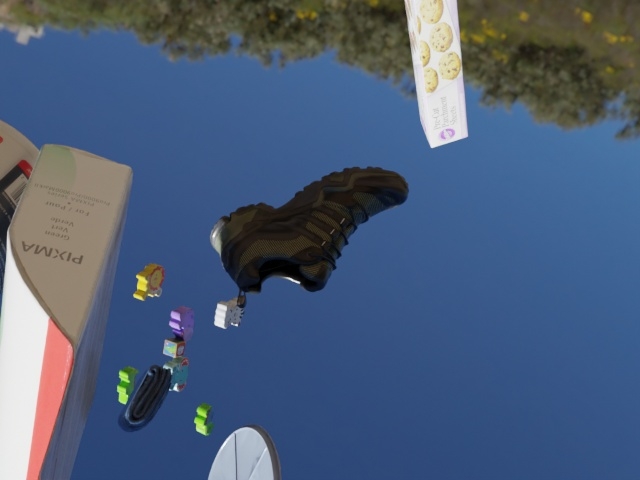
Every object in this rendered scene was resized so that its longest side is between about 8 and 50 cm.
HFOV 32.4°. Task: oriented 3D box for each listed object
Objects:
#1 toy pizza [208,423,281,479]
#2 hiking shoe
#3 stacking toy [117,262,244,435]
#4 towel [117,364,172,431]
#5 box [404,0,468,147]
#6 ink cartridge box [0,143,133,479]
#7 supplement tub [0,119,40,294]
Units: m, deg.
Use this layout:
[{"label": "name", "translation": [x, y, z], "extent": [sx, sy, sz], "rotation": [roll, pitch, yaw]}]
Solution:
[{"label": "toy pizza", "translation": [-0.092, 0.332, 1.385], "extent": [0.032, 0.201, 0.201], "rotation": [14, -152, -28]}, {"label": "hiking shoe", "translation": [0.000, 0.000, 1.211], "extent": [0.227, 0.086, 0.114], "rotation": [-21, -111, -4]}, {"label": "stacking toy", "translation": [-0.209, 0.161, 1.631], "extent": [0.167, 0.221, 0.052], "rotation": [18, -167, 28]}, {"label": "towel", "translation": [-0.172, 0.158, 1.085], "extent": [0.029, 0.067, 0.119], "rotation": [31, 163, -7]}, {"label": "box", "translation": [0.170, -0.271, 1.618], "extent": [0.067, 0.324, 0.063], "rotation": [-16, -128, -2]}, {"label": "ink cartridge box", "translation": [-0.143, 0.087, 0.534], "extent": [0.056, 0.181, 0.224], "rotation": [13, -145, -6]}, {"label": "supplement tub", "translation": [-0.424, 0.003, 1.194], "extent": [0.191, 0.191, 0.272], "rotation": [30, -131, 6]}]
